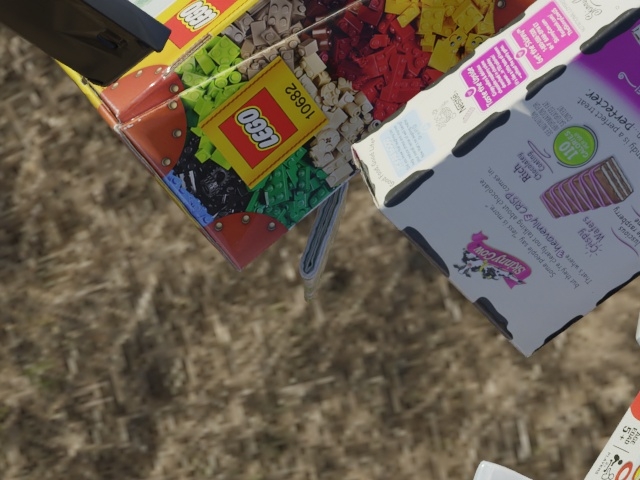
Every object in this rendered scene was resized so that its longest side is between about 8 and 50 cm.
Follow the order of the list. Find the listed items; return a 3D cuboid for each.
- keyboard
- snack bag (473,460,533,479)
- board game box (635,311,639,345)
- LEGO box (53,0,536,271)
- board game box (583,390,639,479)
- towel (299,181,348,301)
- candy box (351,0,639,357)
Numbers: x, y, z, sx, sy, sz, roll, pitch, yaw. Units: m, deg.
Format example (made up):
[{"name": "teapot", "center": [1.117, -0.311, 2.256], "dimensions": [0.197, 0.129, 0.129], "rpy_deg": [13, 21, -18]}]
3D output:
[{"name": "keyboard", "center": [-0.231, -0.211, 1.087], "dimensions": [0.317, 0.201, 0.033], "rpy_deg": [33, 69, -17]}, {"name": "snack bag", "center": [0.236, 0.405, 1.647], "dimensions": [0.343, 0.037, 0.323], "rpy_deg": [27, 81, -15]}, {"name": "board game box", "center": [0.525, -0.010, 1.747], "dimensions": [0.390, 0.050, 0.390], "rpy_deg": [20, 66, -14]}, {"name": "LEGO box", "center": [-0.072, -0.241, 1.677], "dimensions": [0.372, 0.500, 0.193], "rpy_deg": [-40, 121, -2]}, {"name": "board game box", "center": [0.263, 0.253, 1.141], "dimensions": [0.086, 0.302, 0.308], "rpy_deg": [36, 83, -25]}, {"name": "towel", "center": [0.000, 0.000, 1.775], "dimensions": [0.023, 0.152, 0.113], "rpy_deg": [20, 78, 3]}, {"name": "candy box", "center": [0.158, -0.060, 0.986], "dimensions": [0.159, 0.233, 0.071], "rpy_deg": [45, 14, -34]}]
